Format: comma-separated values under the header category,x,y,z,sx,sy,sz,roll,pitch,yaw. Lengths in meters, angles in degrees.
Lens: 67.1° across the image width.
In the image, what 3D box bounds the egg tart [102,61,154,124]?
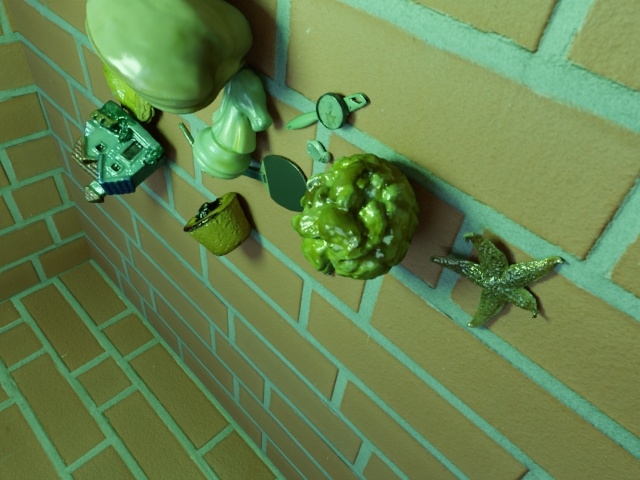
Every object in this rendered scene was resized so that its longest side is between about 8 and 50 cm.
category,x,y,z,sx,sy,sz,roll,pitch,yaw
egg tart,-0.670,-0.550,1.719,0.279,0.095,0.278,35,146,29

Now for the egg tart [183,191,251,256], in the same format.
category,x,y,z,sx,sy,sz,roll,pitch,yaw
egg tart,-0.334,-0.055,1.606,0.215,0.215,0.170,-8,124,54

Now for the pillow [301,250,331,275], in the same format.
category,x,y,z,sx,sy,sz,roll,pitch,yaw
pillow,0.000,0.000,1.360,0.126,0.043,0.232,47,147,24

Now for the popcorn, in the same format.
category,x,y,z,sx,sy,sz,roll,pitch,yaw
popcorn,0.079,-0.055,1.025,0.282,0.282,0.247,19,166,43

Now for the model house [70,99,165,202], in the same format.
category,x,y,z,sx,sy,sz,roll,pitch,yaw
model house,-0.790,-0.302,1.788,0.295,0.329,0.252,45,168,-7

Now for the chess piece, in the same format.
category,x,y,z,sx,sy,sz,roll,pitch,yaw
chess piece,-0.226,-0.319,1.315,0.175,0.176,0.298,50,133,11

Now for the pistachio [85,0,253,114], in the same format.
category,x,y,z,sx,sy,sz,roll,pitch,yaw
pistachio,-0.345,-0.487,1.125,0.281,0.366,0.445,-57,45,52

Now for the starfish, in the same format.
category,x,y,z,sx,sy,sz,roll,pitch,yaw
starfish,0.340,0.079,0.990,0.231,0.048,0.295,38,144,10

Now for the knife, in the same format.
category,x,y,z,sx,sy,sz,roll,pitch,yaw
knife,0.006,-0.294,1.133,0.293,0.020,0.043,-6,110,51

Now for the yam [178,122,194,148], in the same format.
category,x,y,z,sx,sy,sz,roll,pitch,yaw
yam,-0.454,-0.355,1.662,0.116,0.021,0.021,57,146,-1

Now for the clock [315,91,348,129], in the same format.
category,x,y,z,sx,sy,sz,roll,pitch,yaw
clock,0.024,-0.290,1.085,0.085,0.017,0.085,28,133,33

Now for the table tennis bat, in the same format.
category,x,y,z,sx,sy,sz,roll,pitch,yaw
table tennis bat,-0.139,-0.175,1.409,0.301,0.022,0.173,22,133,39

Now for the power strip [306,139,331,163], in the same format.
category,x,y,z,sx,sy,sz,roll,pitch,yaw
power strip,-0.011,-0.218,1.203,0.083,0.035,0.055,39,142,30
